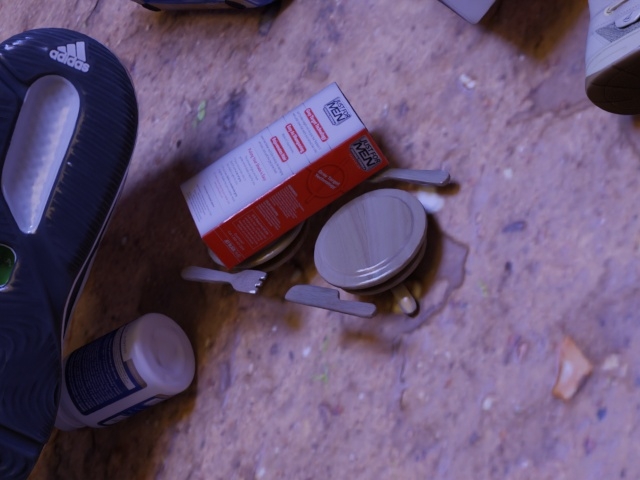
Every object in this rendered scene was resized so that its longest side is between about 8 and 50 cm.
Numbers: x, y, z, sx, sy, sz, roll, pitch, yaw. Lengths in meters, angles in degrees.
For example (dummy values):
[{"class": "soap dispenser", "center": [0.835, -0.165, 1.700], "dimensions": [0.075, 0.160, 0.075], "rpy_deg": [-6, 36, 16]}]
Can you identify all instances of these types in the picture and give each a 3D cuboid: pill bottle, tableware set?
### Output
[{"class": "pill bottle", "center": [-0.162, 0.107, 1.077], "dimensions": [0.120, 0.067, 0.067], "rpy_deg": [-27, 51, 30]}, {"class": "tableware set", "center": [0.000, 0.000, 1.007], "dimensions": [0.194, 0.039, 0.128], "rpy_deg": [9, 58, 40]}]

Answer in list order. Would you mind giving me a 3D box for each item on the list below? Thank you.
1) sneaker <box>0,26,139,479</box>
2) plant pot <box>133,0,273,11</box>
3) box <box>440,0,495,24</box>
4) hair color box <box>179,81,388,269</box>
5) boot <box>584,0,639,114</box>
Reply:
[{"class": "sneaker", "center": [-0.249, 0.053, 1.092], "dimensions": [0.257, 0.169, 0.447], "rpy_deg": [-93, 28, -85]}, {"class": "plant pot", "center": [-0.130, -0.324, 1.183], "dimensions": [0.236, 0.236, 0.212], "rpy_deg": [10, 81, 46]}, {"class": "box", "center": [0.097, -0.245, 0.978], "dimensions": [0.130, 0.091, 0.170], "rpy_deg": [-50, 20, 10]}, {"class": "hair color box", "center": [-0.028, -0.048, 1.006], "dimensions": [0.141, 0.043, 0.072], "rpy_deg": [-34, 40, 5]}, {"class": "boot", "center": [0.250, -0.190, 0.854], "dimensions": [0.213, 0.077, 0.165], "rpy_deg": [-27, 49, 34]}]
